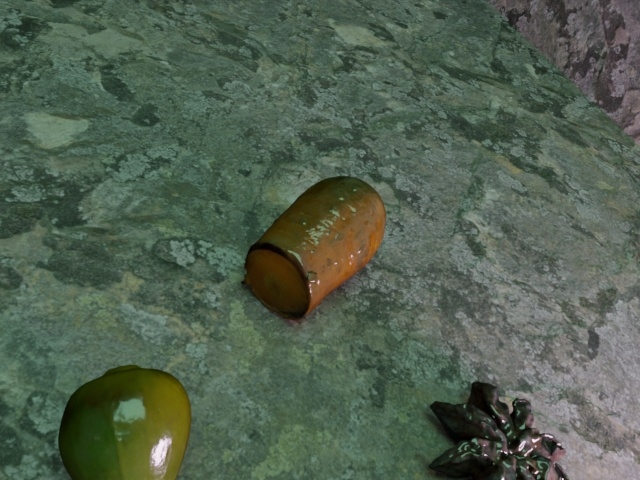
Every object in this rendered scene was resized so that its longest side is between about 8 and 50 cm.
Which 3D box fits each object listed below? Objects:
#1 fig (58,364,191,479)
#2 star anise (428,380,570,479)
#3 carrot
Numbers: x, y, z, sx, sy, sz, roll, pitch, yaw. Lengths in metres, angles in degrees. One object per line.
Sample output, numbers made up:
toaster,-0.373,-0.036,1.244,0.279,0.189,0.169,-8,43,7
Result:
fig,-0.313,0.315,0.929,0.207,0.207,0.230,15,79,-11
star anise,0.364,0.423,1.166,0.332,0.117,0.331,17,43,-16
carrot,0.000,0.000,1.324,0.224,0.224,0.341,39,49,13
